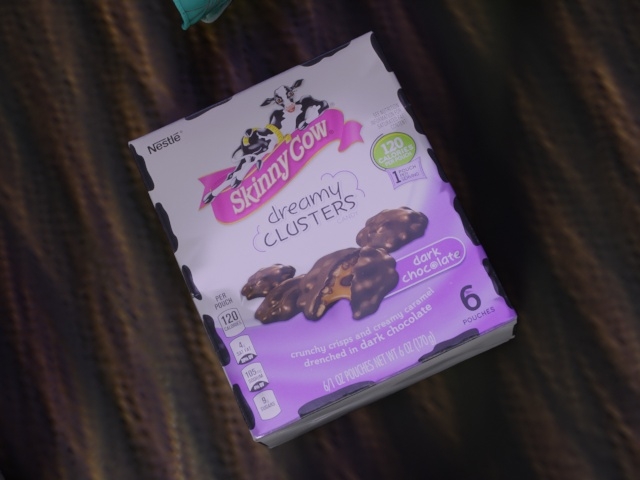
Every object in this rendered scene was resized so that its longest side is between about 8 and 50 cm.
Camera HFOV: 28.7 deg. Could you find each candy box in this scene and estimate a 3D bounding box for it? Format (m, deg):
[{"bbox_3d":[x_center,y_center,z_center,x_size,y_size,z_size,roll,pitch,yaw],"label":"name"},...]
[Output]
[{"bbox_3d":[0.000,0.000,0.747,0.165,0.070,0.196,-25,75,0],"label":"candy box"}]

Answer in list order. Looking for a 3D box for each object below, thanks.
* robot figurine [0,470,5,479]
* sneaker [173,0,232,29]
[{"bbox_3d":[-0.304,0.152,0.685,0.278,0.173,0.209,18,76,15],"label":"robot figurine"},{"bbox_3d":[-0.018,-0.196,0.770,0.295,0.124,0.178,31,76,21],"label":"sneaker"}]
